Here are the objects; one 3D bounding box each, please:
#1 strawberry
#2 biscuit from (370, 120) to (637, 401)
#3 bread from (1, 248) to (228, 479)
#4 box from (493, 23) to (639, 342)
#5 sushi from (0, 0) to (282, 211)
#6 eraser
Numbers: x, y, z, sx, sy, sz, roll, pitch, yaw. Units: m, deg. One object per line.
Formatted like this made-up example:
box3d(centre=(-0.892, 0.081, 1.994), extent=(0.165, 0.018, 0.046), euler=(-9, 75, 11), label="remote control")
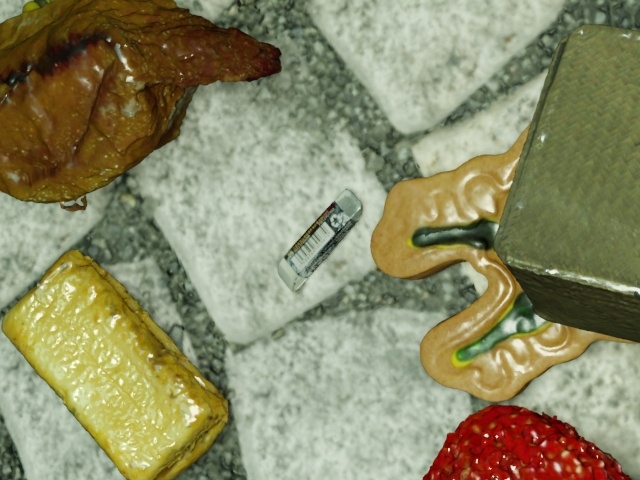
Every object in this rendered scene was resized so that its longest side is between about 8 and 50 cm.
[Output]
box3d(centre=(0.152, 0.207, 1.101), extent=(0.187, 0.184, 0.201), euler=(-47, 36, 36), label="strawberry")
box3d(centre=(0.205, -0.007, 1.143), extent=(0.333, 0.047, 0.202), euler=(-24, 82, 17), label="biscuit")
box3d(centre=(-0.177, 0.110, 1.258), extent=(0.114, 0.083, 0.211), euler=(-45, 76, 9), label="bread")
box3d(centre=(0.280, -0.020, 0.996), extent=(0.273, 0.143, 0.184), euler=(14, 77, 23), label="box")
box3d(centre=(-0.196, -0.135, 1.238), extent=(0.296, 0.179, 0.167), euler=(-27, 104, 33), label="sushi")
box3d(centre=(0.000, 0.000, 1.229), extent=(0.099, 0.019, 0.027), euler=(-48, 61, 13), label="eraser")
